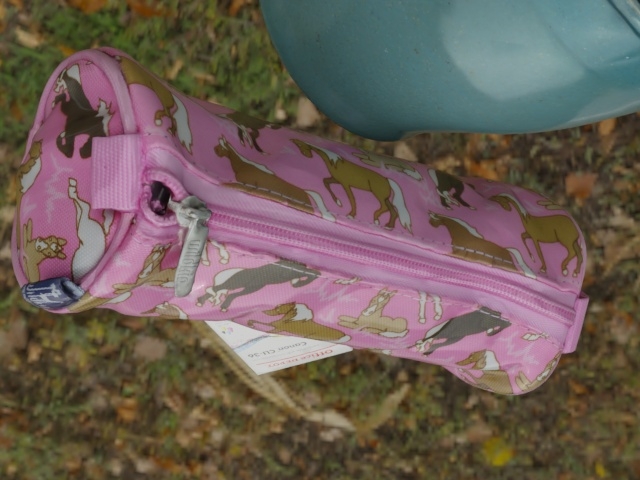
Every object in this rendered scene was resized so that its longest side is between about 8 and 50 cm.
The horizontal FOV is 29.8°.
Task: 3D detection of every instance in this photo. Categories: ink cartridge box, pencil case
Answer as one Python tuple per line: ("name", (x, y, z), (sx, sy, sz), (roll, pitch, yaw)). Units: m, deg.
("ink cartridge box", (-0.039, 0.076, 1.246), (0.115, 0.067, 0.198), (-16, 146, 15))
("pencil case", (0.000, 0.000, 0.773), (0.386, 0.167, 0.160), (14, 135, -36))

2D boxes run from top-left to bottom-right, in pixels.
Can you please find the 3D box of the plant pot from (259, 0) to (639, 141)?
("plant pot", (0.107, -0.183, 0.725), (0.271, 0.272, 0.255), (36, 145, -30))
